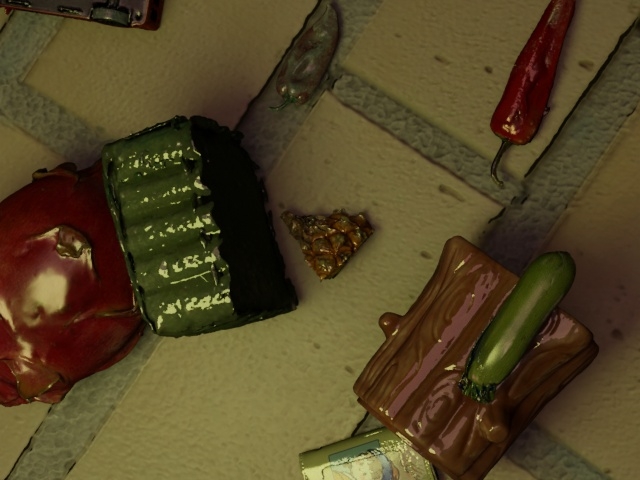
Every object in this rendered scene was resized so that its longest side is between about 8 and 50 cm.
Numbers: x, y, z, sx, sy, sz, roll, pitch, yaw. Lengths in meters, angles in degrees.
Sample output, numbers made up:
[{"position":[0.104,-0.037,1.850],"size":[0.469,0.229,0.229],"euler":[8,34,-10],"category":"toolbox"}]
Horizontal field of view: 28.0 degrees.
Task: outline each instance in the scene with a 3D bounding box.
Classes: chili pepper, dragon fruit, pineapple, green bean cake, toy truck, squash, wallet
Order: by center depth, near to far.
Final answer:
[{"position":[0.203,0.087,1.332],"size":[0.052,0.052,0.183],"euler":[35,93,8],"category":"squash"},{"position":[-0.133,-0.013,1.489],"size":[0.132,0.255,0.241],"euler":[-19,86,15],"category":"green bean cake"},{"position":[-0.312,0.047,1.530],"size":[0.315,0.250,0.250],"euler":[-35,83,-11],"category":"dragon fruit"},{"position":[0.254,-0.192,1.537],"size":[0.059,0.050,0.268],"euler":[23,91,25],"category":"chili pepper"},{"position":[0.061,0.288,1.551],"size":[0.155,0.039,0.110],"euler":[-19,84,8],"category":"wallet"},{"position":[0.000,0.000,1.569],"size":[0.114,0.077,0.114],"euler":[35,58,19],"category":"pineapple"},{"position":[-0.016,-0.220,1.584],"size":[0.050,0.041,0.153],"euler":[29,75,-11],"category":"chili pepper"},{"position":[-0.322,-0.326,1.598],"size":[0.252,0.114,0.108],"euler":[10,90,7],"category":"toy truck"}]

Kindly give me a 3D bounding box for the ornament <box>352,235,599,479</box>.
[{"position":[0.173,0.148,1.444],"size":[0.218,0.221,0.235],"euler":[-51,126,-3],"category":"ornament"}]
